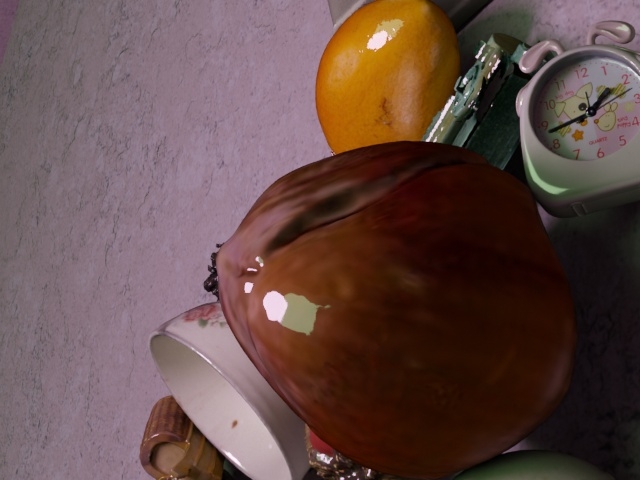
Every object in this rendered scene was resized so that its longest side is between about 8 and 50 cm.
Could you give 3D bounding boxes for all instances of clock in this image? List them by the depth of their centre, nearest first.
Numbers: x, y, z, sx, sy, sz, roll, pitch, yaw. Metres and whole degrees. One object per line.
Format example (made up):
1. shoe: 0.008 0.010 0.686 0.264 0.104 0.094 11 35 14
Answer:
1. clock: 0.276 -0.127 1.293 0.151 0.062 0.191 -15 67 19

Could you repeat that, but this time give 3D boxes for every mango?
1. mango: 0.083 -0.198 1.552 0.187 0.138 0.257 41 147 27

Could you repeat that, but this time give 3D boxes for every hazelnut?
1. hazelnut: 0.079 0.066 1.248 0.372 0.372 0.315 46 123 54

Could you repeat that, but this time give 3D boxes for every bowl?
1. bowl: -0.085 0.185 1.681 0.145 0.277 0.277 -39 22 -23

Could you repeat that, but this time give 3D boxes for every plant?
1. plant: -0.136 0.090 1.931 0.087 0.085 0.174 150 124 -80

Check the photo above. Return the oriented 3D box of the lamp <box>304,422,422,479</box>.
1. lamp: 0.064 0.163 1.499 0.177 0.177 0.274 -31 51 50

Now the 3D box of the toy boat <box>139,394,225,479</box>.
1. toy boat: -0.198 0.287 1.829 0.089 0.115 0.310 -56 12 15

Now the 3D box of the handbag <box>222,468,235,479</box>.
1. handbag: -0.199 0.507 1.839 0.253 0.109 0.315 -43 39 37

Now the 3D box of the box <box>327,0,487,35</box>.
1. box: 0.132 -0.461 1.614 0.352 0.177 0.343 -39 49 44

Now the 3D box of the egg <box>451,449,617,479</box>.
1. egg: 0.197 0.293 1.210 0.253 0.186 0.186 -28 56 49

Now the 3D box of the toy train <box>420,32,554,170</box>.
1. toy train: 0.162 -0.107 1.459 0.307 0.126 0.189 -61 19 25
